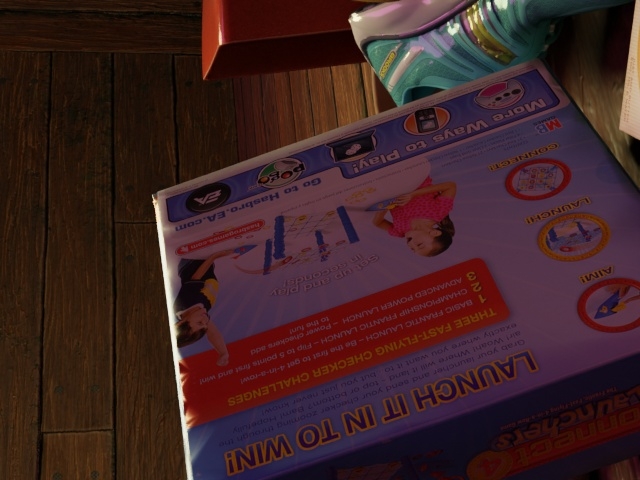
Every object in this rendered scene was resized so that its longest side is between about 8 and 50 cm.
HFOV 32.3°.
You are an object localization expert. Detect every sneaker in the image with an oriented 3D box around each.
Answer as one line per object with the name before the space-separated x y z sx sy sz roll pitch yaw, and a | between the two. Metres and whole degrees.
sneaker | 0.144 -0.169 0.861 0.275 0.107 0.110 -9 109 50

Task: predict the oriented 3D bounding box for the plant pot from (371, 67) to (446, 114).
plant pot | 0.126 -0.197 1.075 0.237 0.109 0.237 179 90 -80

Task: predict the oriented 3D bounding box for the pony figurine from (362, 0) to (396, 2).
pony figurine | 0.062 -0.332 0.842 0.363 0.351 0.303 44 166 48

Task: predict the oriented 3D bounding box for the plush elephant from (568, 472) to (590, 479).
plush elephant | 0.080 0.062 0.928 0.272 0.255 0.330 -114 25 -65

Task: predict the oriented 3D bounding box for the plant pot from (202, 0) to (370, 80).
plant pot | -0.021 -0.345 1.354 0.267 0.267 0.236 174 87 -80

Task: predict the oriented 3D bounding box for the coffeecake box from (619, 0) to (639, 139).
coffeecake box | 0.236 -0.107 0.584 0.185 0.068 0.142 -121 33 -69

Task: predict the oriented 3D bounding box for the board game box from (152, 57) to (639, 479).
board game box | 0.058 0.032 0.720 0.302 0.308 0.086 -107 -3 -52
